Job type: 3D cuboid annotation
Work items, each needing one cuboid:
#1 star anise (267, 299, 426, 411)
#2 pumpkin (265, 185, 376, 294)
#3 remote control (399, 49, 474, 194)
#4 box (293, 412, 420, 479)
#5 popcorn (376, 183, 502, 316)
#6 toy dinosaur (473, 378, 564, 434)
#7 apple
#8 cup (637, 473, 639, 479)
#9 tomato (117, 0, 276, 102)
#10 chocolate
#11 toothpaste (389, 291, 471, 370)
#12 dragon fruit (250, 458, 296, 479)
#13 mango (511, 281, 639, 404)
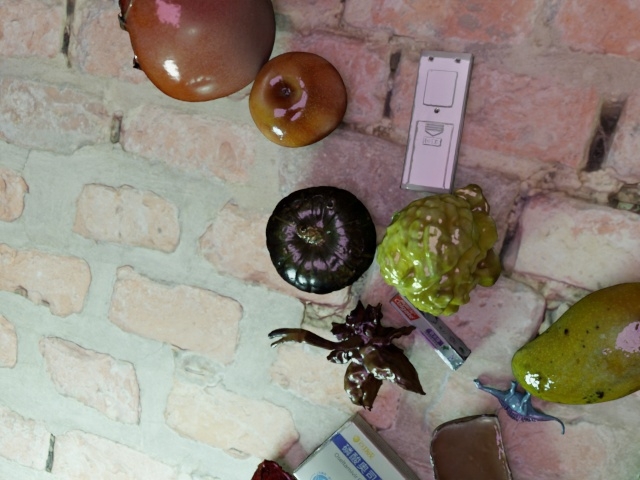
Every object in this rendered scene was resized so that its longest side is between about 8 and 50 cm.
[{"bbox_3d":[0.058,0.236,1.311,0.347,0.148,0.237,17,106,8],"label":"star anise"},{"bbox_3d":[-0.002,0.000,1.300,0.238,0.159,0.237,0,91,21],"label":"pumpkin"},{"bbox_3d":[0.234,-0.234,1.253,0.103,0.055,0.277,10,97,17],"label":"remote control"},{"bbox_3d":[0.126,0.568,1.363,0.343,0.065,0.200,45,107,9],"label":"box"},{"bbox_3d":[0.237,0.013,1.195,0.251,0.206,0.237,-45,115,0],"label":"popcorn"},{"bbox_3d":[0.403,0.323,1.258,0.198,0.045,0.080,27,116,22],"label":"toy dinosaur"},{"bbox_3d":[-0.050,-0.289,1.286,0.201,0.162,0.201,2,97,20],"label":"apple"},{"bbox_3d":[0.686,0.508,1.111,0.255,0.173,0.202,24,104,16],"label":"cup"},{"bbox_3d":[-0.239,-0.457,1.250,0.273,0.341,0.341,-10,92,7],"label":"tomato"},{"bbox_3d":[0.308,0.483,1.283,0.161,0.083,0.261,-10,90,-2],"label":"chocolate"},{"bbox_3d":[0.229,0.180,1.303,0.196,0.047,0.040,47,123,9],"label":"toothpaste"},{"bbox_3d":[-0.108,0.591,1.446,0.127,0.121,0.160,-28,53,58],"label":"dragon fruit"},{"bbox_3d":[0.517,0.201,1.146,0.330,0.176,0.176,-39,39,16],"label":"mango"}]
